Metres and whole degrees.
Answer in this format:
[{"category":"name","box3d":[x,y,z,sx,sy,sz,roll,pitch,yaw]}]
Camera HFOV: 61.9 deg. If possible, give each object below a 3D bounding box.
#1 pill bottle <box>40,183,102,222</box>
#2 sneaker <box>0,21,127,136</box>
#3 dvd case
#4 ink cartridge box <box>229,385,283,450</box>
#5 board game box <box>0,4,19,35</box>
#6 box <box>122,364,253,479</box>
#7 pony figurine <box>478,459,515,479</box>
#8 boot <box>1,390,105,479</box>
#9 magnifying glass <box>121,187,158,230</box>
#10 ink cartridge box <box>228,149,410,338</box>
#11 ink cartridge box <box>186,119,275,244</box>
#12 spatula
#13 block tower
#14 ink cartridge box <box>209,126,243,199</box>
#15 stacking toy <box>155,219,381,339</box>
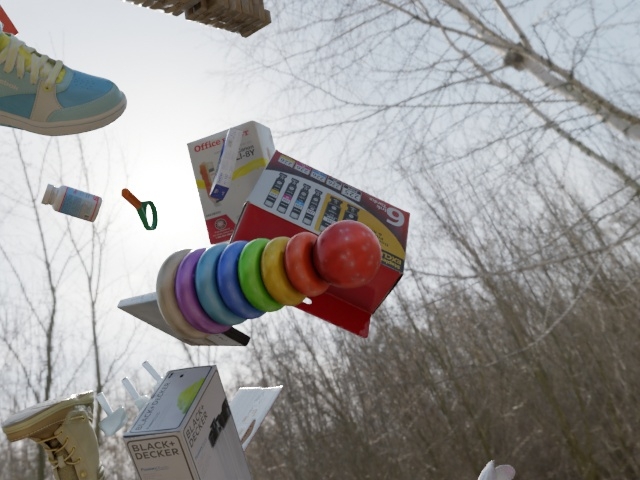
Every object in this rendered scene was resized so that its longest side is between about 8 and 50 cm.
[{"category":"pill bottle","box3d":[-0.767,-0.119,1.648,0.160,0.087,0.087,20,-43,-28]},{"category":"sneaker","box3d":[-0.476,-0.281,0.827,0.319,0.127,0.208,3,-40,-8]},{"category":"dvd case","box3d":[-0.263,0.152,1.002,0.180,0.022,0.253,36,-28,-26]},{"category":"ink cartridge box","box3d":[-0.198,0.480,1.286,0.060,0.275,0.239,46,-36,-17]},{"category":"board game box","box3d":[-0.740,-0.415,0.997,0.242,0.316,0.064,-37,-33,-15]},{"category":"box","box3d":[-0.186,0.361,0.824,0.087,0.289,0.169,-10,17,11]},{"category":"pony figurine","box3d":[0.213,0.476,0.655,0.363,0.302,0.351,-40,-27,12]},{"category":"boot","box3d":[-0.507,0.413,1.041,0.095,0.203,0.262,-12,-8,-2]},{"category":"magnifying glass","box3d":[-0.524,-0.095,1.559,0.026,0.092,0.231,-3,-18,2]},{"category":"ink cartridge box","box3d":[0.000,0.000,1.018,0.310,0.271,0.130,24,-52,-6]},{"category":"ink cartridge box","box3d":[-0.288,-0.200,1.915,0.280,0.384,0.160,-15,-4,15]},{"category":"spatula","box3d":[-0.408,0.331,1.155,0.168,0.019,0.242,-36,22,-25]},{"category":"block tower","box3d":[-0.256,-0.508,1.083,0.091,0.097,0.336,-10,-5,41]},{"category":"ink cartridge box","box3d":[-0.294,-0.240,1.666,0.046,0.207,0.097,17,-25,-17]},{"category":"stacking toy","box3d":[-0.067,0.048,0.753,0.331,0.141,0.141,-15,-23,26]}]
